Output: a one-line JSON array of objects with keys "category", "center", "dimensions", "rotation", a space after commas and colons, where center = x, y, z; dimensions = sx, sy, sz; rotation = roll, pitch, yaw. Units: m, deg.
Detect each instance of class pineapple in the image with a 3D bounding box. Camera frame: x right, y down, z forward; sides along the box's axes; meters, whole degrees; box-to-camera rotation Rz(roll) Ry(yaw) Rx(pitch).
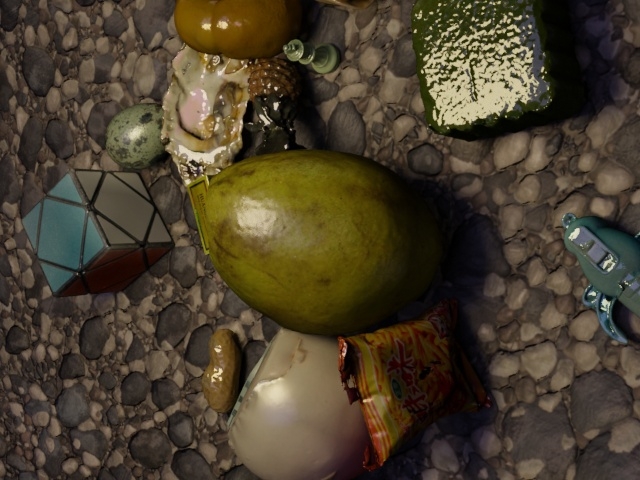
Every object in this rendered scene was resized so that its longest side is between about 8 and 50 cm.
[{"category": "pineapple", "center": [-0.083, -0.237, 1.751], "dimensions": [0.111, 0.119, 0.237], "rotation": [116, 158, -47]}]

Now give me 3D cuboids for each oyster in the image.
[{"category": "oyster", "center": [-0.232, -0.262, 1.917], "dimensions": [0.201, 0.107, 0.355], "rotation": [15, 87, 12]}]

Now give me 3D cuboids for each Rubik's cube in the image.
[{"category": "Rubik's cube", "center": [-0.483, -0.017, 2.013], "dimensions": [0.205, 0.207, 0.205], "rotation": [-39, 70, 29]}]

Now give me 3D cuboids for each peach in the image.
[{"category": "peach", "center": [-0.158, -0.426, 1.768], "dimensions": [0.251, 0.251, 0.153], "rotation": [11, 113, 33]}]

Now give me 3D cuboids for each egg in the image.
[{"category": "egg", "center": [-0.382, -0.225, 1.985], "dimensions": [0.172, 0.132, 0.132], "rotation": [-35, 72, 23]}]

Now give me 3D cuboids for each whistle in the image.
[{"category": "whistle", "center": [0.480, 0.052, 1.450], "dimensions": [0.274, 0.093, 0.186], "rotation": [47, 114, 20]}]

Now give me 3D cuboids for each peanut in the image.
[{"category": "peanut", "center": [-0.204, 0.268, 1.907], "dimensions": [0.080, 0.080, 0.175], "rotation": [4, 91, 33]}]

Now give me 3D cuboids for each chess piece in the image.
[{"category": "chess piece", "center": [-0.023, -0.348, 1.735], "dimensions": [0.059, 0.149, 0.059], "rotation": [1, 92, 31]}]

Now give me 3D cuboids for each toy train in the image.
[{"category": "toy train", "center": [-0.116, 0.281, 1.868], "dimensions": [0.052, 0.051, 0.234], "rotation": [32, 108, 24]}]

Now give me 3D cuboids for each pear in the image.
[{"category": "pear", "center": [0.000, 0.000, 1.595], "dimensions": [0.413, 0.352, 0.352], "rotation": [13, 100, -7]}]

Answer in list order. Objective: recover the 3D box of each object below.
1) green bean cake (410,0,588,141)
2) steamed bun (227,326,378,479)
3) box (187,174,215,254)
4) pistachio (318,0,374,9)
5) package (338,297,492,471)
[{"category": "green bean cake", "center": [0.287, -0.303, 1.527], "dimensions": [0.246, 0.156, 0.250], "rotation": [-12, 85, 34]}, {"category": "steamed bun", "center": [0.005, 0.315, 1.666], "dimensions": [0.309, 0.309, 0.310], "rotation": [1, 91, 33]}, {"category": "box", "center": [-0.142, -0.052, 1.777], "dimensions": [0.064, 0.220, 0.141], "rotation": [-24, 79, 38]}, {"category": "pistachio", "center": [0.018, -0.509, 1.719], "dimensions": [0.215, 0.144, 0.144], "rotation": [35, 109, 24]}, {"category": "package", "center": [0.150, 0.236, 1.571], "dimensions": [0.108, 0.288, 0.224], "rotation": [-20, 87, 58]}]
